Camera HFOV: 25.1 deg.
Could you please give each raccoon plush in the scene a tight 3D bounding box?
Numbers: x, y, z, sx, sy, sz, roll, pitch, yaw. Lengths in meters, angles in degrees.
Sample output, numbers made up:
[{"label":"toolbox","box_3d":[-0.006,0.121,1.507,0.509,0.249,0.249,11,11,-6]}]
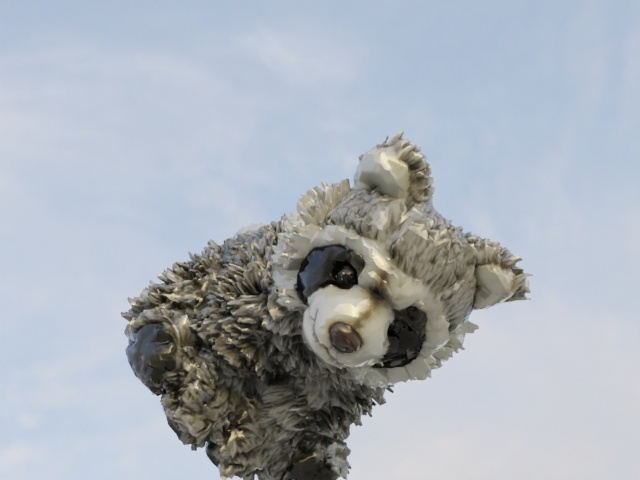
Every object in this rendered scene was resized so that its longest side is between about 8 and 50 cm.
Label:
[{"label":"raccoon plush","box_3d":[0.000,0.000,1.224,0.216,0.446,0.299,37,-70,-26]}]
